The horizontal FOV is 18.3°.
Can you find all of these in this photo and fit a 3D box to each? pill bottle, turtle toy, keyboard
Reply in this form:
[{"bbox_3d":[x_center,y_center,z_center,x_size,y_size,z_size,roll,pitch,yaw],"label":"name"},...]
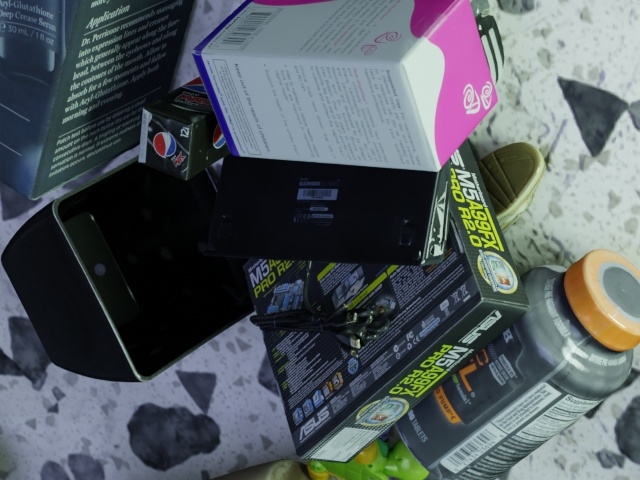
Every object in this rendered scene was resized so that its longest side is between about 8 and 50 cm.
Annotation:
[{"bbox_3d":[0.184,0.107,1.742,0.130,0.130,0.245,50,126,3],"label":"pill bottle"},{"bbox_3d":[0.044,0.201,1.907,0.130,0.066,0.095,24,144,18],"label":"turtle toy"},{"bbox_3d":[0.000,0.000,1.769,0.317,0.033,0.202,2,80,52],"label":"keyboard"}]

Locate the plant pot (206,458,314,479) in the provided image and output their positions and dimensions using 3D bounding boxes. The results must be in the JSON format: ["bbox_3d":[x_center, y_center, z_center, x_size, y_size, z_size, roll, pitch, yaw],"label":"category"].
[{"bbox_3d":[-0.101,0.362,1.943,0.280,0.323,0.323,-35,91,21],"label":"plant pot"}]

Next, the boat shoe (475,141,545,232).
[{"bbox_3d":[0.151,-0.029,1.761,0.153,0.048,0.056,-52,57,29],"label":"boat shoe"}]

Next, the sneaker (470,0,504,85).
[{"bbox_3d":[0.068,-0.227,1.696,0.132,0.086,0.229,-2,111,34],"label":"sneaker"}]

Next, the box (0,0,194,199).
[{"bbox_3d":[-0.273,-0.292,1.796,0.293,0.212,0.395,30,122,18],"label":"box"}]

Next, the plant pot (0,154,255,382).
[{"bbox_3d":[-0.196,0.028,1.918,0.167,0.188,0.187,-17,102,49],"label":"plant pot"}]

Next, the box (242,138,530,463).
[{"bbox_3d":[0.051,0.040,1.770,0.270,0.060,0.216,-45,49,36],"label":"box"}]

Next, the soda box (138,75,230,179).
[{"bbox_3d":[-0.095,-0.114,1.790,0.053,0.169,0.060,20,120,22],"label":"soda box"}]

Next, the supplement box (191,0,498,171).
[{"bbox_3d":[0.021,-0.138,1.668,0.220,0.111,0.114,6,129,38],"label":"supplement box"}]
